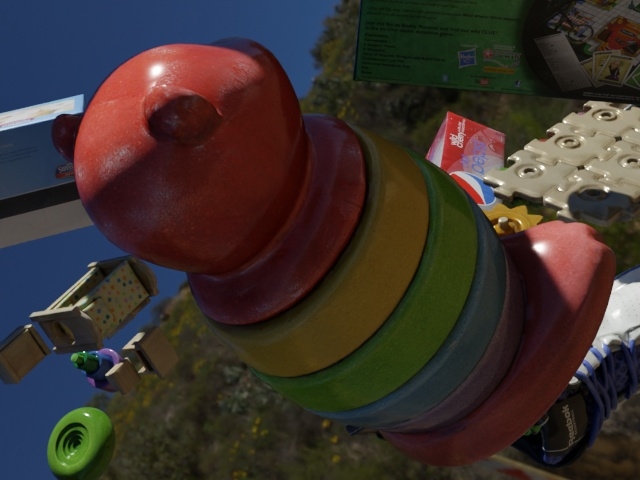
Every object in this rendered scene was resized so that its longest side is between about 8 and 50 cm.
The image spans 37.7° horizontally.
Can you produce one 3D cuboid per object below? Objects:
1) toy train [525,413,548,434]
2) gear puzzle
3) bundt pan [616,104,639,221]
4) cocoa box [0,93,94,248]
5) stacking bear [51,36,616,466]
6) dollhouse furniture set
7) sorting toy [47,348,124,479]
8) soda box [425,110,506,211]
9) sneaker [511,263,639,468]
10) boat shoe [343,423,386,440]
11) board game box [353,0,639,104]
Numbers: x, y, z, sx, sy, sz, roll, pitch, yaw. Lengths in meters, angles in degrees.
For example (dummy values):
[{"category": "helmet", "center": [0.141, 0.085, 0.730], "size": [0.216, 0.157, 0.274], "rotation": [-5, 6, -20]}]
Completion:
[{"category": "toy train", "center": [0.116, 0.094, 0.610], "size": [0.023, 0.083, 0.017], "rotation": [-44, 2, 44]}, {"category": "gear puzzle", "center": [0.284, -0.058, 1.023], "size": [0.339, 0.175, 0.044], "rotation": [-33, -48, -33]}, {"category": "bundt pan", "center": [0.528, -0.147, 1.448], "size": [0.331, 0.124, 0.331], "rotation": [-40, 3, 3]}, {"category": "cocoa box", "center": [-0.607, -0.131, 1.857], "size": [0.231, 0.347, 0.228], "rotation": [-128, 25, -68]}, {"category": "stacking bear", "center": [0.000, 0.000, 0.497], "size": [0.289, 0.175, 0.164], "rotation": [35, -111, -37]}, {"category": "dollhouse furniture set", "center": [-0.254, 0.136, 1.089], "size": [0.182, 0.101, 0.161], "rotation": [-49, -63, -41]}, {"category": "sorting toy", "center": [-0.413, 0.332, 1.444], "size": [0.126, 0.127, 0.366], "rotation": [38, -112, -55]}, {"category": "soda box", "center": [0.178, -0.059, 1.199], "size": [0.263, 0.092, 0.083], "rotation": [-72, 4, -54]}, {"category": "sneaker", "center": [0.245, 0.123, 0.852], "size": [0.182, 0.315, 0.128], "rotation": [-87, -12, -63]}, {"category": "boat shoe", "center": [0.121, 0.245, 1.270], "size": [0.080, 0.073, 0.223], "rotation": [-35, -23, 35]}, {"category": "board game box", "center": [0.156, -0.160, 0.617], "size": [0.030, 0.259, 0.136], "rotation": [-83, -1, -55]}]
